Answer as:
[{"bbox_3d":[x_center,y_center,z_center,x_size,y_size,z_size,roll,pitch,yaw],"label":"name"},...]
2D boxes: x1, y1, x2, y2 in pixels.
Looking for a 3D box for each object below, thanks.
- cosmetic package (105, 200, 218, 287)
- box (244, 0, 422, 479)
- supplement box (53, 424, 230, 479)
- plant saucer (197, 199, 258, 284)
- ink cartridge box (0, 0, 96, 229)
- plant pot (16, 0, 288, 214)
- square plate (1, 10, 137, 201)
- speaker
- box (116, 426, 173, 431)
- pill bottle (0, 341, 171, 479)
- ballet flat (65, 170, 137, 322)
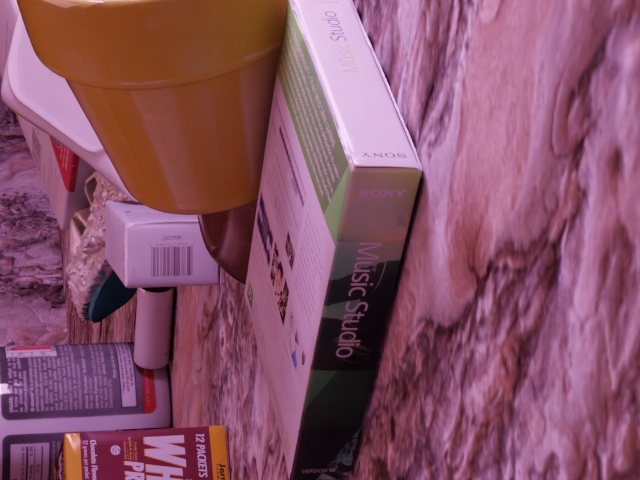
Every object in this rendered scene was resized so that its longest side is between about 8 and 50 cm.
[{"bbox_3d":[-0.202,0.001,1.817,0.231,0.117,0.085,-149,59,-72],"label":"cosmetic package"},{"bbox_3d":[0.000,0.000,1.150,0.232,0.059,0.322,-107,20,-47],"label":"box"},{"bbox_3d":[-0.216,0.309,1.740,0.194,0.191,0.129,125,141,-65],"label":"supplement box"},{"bbox_3d":[-0.094,-0.104,1.523,0.310,0.050,0.310,178,90,-76],"label":"plant saucer"},{"bbox_3d":[-0.377,-0.256,2.188,0.384,0.160,0.279,64,158,19],"label":"ink cartridge box"},{"bbox_3d":[-0.117,-0.164,1.265,0.254,0.254,0.239,-110,8,-52],"label":"plant pot"},{"bbox_3d":[-0.304,-0.274,1.903,0.344,0.049,0.347,35,116,39],"label":"square plate"},{"bbox_3d":[-0.241,0.117,2.098,0.055,0.055,0.136,-113,26,-56],"label":"speaker"},{"bbox_3d":[-0.250,0.307,2.086,0.052,0.083,0.062,-125,36,-67],"label":"box"},{"bbox_3d":[-0.416,0.260,2.170,0.210,0.363,0.210,179,90,-76],"label":"pill bottle"},{"bbox_3d":[-0.299,-0.021,2.114,0.409,0.147,0.147,126,141,-56],"label":"ballet flat"}]
